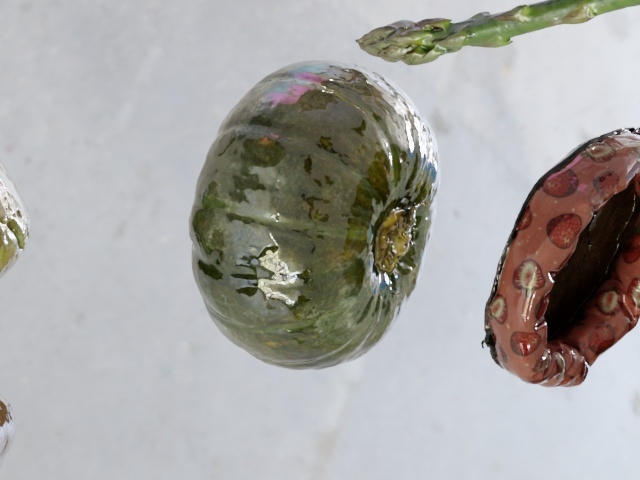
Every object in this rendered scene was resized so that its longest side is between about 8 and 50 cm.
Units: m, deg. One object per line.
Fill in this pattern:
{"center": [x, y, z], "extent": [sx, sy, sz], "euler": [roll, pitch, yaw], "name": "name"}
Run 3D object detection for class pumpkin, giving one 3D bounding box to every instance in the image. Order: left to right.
{"center": [-0.006, -0.019, 1.357], "extent": [0.224, 0.157, 0.223], "euler": [-35, 131, -53], "name": "pumpkin"}

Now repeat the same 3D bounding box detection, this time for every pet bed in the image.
{"center": [0.181, 0.013, 1.310], "extent": [0.201, 0.053, 0.201], "euler": [-34, 140, -35], "name": "pet bed"}

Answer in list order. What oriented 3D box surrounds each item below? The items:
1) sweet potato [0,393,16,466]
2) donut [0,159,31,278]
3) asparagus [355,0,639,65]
{"center": [-0.196, 0.105, 0.995], "extent": [0.078, 0.255, 0.058], "euler": [-19, 91, -7], "name": "sweet potato"}
{"center": [-0.324, 0.017, 1.335], "extent": [0.261, 0.208, 0.128], "euler": [-43, 107, -38], "name": "donut"}
{"center": [0.109, -0.096, 0.766], "extent": [0.022, 0.233, 0.023], "euler": [57, 41, -30], "name": "asparagus"}
